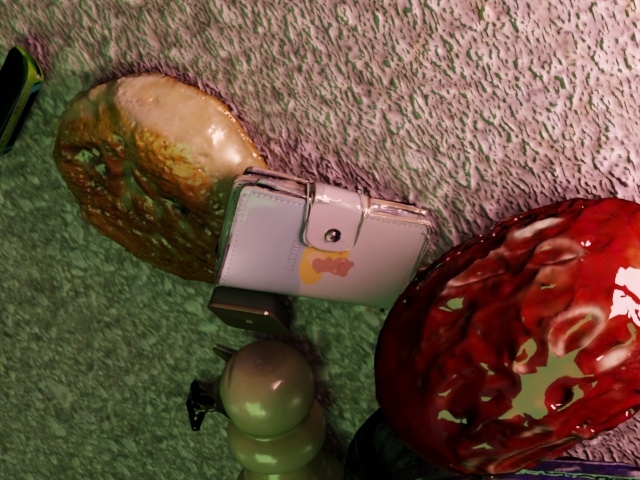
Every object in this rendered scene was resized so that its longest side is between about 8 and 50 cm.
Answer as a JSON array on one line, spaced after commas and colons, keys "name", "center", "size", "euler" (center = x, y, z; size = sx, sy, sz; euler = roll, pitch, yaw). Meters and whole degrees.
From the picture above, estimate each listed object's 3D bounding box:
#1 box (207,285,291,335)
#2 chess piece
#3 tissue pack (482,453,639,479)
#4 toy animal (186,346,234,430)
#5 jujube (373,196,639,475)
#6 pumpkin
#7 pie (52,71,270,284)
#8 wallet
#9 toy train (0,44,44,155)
[{"name": "box", "center": [-0.089, 0.091, 1.658], "size": [0.091, 0.031, 0.126], "euler": [7, 165, 14]}, {"name": "chess piece", "center": [-0.054, 0.281, 1.782], "size": [0.182, 0.182, 0.330], "euler": [10, 130, 25]}, {"name": "tissue pack", "center": [0.369, 0.297, 1.467], "size": [0.332, 0.123, 0.245], "euler": [1, 173, 24]}, {"name": "toy animal", "center": [-0.131, 0.219, 1.855], "size": [0.105, 0.070, 0.202], "euler": [25, 135, -6]}, {"name": "jujube", "center": [0.213, 0.103, 1.349], "size": [0.258, 0.258, 0.377], "euler": [39, 135, -8]}, {"name": "pumpkin", "center": [0.109, 0.323, 1.629], "size": [0.248, 0.248, 0.248], "euler": [18, 139, 17]}, {"name": "pie", "center": [-0.193, -0.067, 1.565], "size": [0.315, 0.092, 0.315], "euler": [19, 141, 16]}, {"name": "wallet", "center": [0.000, 0.000, 1.485], "size": [0.231, 0.069, 0.170], "euler": [10, 129, -11]}, {"name": "toy train", "center": [-0.382, -0.178, 1.607], "size": [0.044, 0.042, 0.209], "euler": [53, 140, 8]}]
